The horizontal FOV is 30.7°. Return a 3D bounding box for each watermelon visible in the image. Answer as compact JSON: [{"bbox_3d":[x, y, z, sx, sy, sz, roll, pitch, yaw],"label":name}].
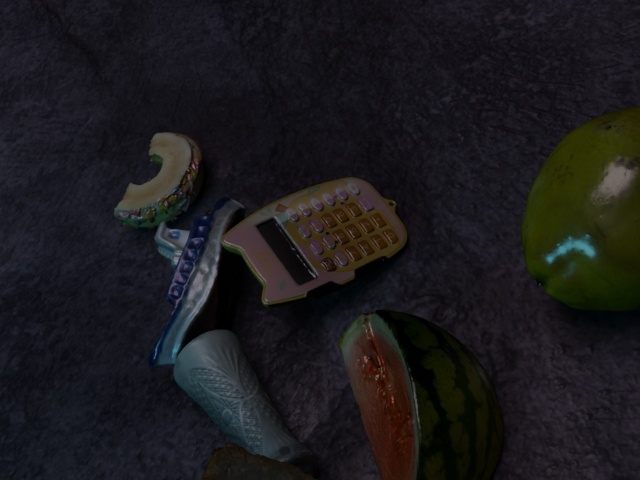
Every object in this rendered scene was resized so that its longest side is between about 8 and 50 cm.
[{"bbox_3d":[0.108,0.171,1.309,0.159,0.128,0.303,-24,47,7],"label":"watermelon"}]

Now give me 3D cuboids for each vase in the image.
[{"bbox_3d":[-0.088,0.211,1.401,0.096,0.096,0.219,-38,50,-5],"label":"vase"}]

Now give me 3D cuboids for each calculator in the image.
[{"bbox_3d":[0.000,0.000,1.516,0.236,0.033,0.157,-25,59,-19],"label":"calculator"}]

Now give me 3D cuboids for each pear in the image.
[{"bbox_3d":[0.345,-0.037,1.306,0.269,0.212,0.212,-41,48,1],"label":"pear"}]

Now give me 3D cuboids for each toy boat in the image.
[{"bbox_3d":[-0.174,0.050,1.546,0.115,0.114,0.262,1,58,11],"label":"toy boat"}]

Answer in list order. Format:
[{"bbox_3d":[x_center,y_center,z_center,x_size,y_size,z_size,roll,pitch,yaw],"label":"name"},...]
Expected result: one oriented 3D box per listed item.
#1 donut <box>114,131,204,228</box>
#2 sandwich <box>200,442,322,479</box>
[{"bbox_3d":[-0.222,-0.084,1.713,0.108,0.065,0.166,8,58,31],"label":"donut"},{"bbox_3d":[0.007,0.352,1.121,0.325,0.131,0.262,14,34,7],"label":"sandwich"}]
